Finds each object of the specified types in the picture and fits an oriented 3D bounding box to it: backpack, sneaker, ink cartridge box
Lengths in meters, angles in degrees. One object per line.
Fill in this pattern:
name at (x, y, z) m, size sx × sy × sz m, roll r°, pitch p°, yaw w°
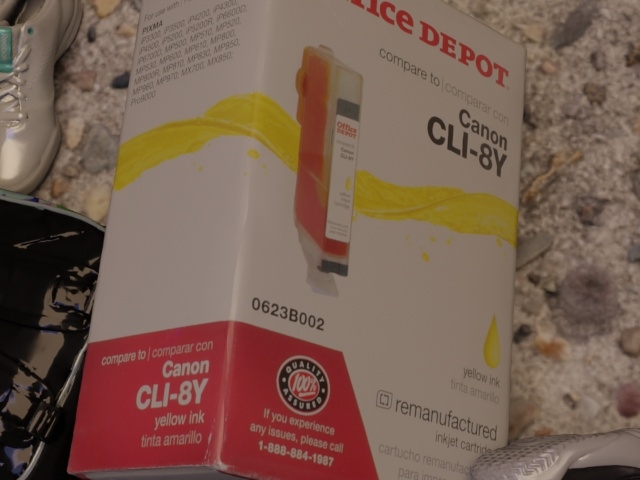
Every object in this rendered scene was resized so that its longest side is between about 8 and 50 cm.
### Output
backpack at (-0.268, 0.069, 1.028) m, size 0.254 × 0.191 × 0.225 m, roll 19°, pitch 76°, yaw 12°
sneaker at (0.225, 0.209, 0.948) m, size 0.269 × 0.101 × 0.153 m, roll 2°, pitch 78°, yaw -34°
sneaker at (-0.261, -0.144, 1.150) m, size 0.080 × 0.094 × 0.212 m, roll 6°, pitch 72°, yaw 5°
ink cartridge box at (0.000, 0.000, 0.972) m, size 0.160 × 0.279 × 0.384 m, roll -13°, pitch 64°, yaw 45°
